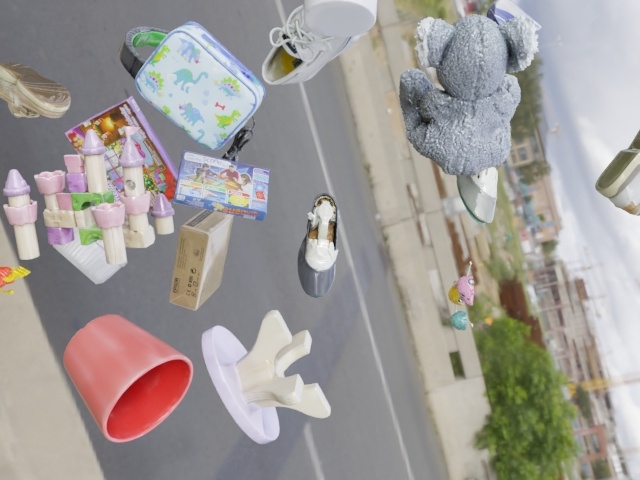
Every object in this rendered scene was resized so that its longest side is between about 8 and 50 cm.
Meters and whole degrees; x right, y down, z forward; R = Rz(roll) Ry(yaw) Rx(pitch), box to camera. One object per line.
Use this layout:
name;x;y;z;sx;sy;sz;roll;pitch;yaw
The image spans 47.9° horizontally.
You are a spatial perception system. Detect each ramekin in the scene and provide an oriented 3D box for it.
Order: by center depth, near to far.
ramekin;-0.669;0.033;2.073;0.207;0.109;0.207;37;-15;12

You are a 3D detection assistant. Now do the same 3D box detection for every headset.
headset;-0.319;-0.357;1.739;0.394;0.185;0.243;41;33;11

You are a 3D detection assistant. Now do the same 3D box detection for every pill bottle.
pill bottle;0.043;-0.544;1.362;0.161;0.161;0.283;36;54;-68

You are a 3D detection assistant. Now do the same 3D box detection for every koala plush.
koala plush;0.220;-0.232;1.063;0.221;0.196;0.203;93;2;-48

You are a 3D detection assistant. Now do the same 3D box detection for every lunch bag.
lunch bag;-0.227;-0.298;1.393;0.219;0.176;0.090;40;26;-13

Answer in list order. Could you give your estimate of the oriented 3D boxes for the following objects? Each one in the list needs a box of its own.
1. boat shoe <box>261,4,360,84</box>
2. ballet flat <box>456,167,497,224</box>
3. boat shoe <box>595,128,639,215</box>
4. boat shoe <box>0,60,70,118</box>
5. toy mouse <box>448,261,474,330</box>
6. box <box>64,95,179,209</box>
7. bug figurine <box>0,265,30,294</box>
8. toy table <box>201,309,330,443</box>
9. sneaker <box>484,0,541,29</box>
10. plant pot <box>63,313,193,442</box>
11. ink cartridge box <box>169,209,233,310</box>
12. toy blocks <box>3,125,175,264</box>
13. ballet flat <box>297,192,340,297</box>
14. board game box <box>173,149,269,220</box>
boat shoe;-0.040;-0.460;1.635;0.156;0.367;0.136;-26;89;-34
ballet flat;0.269;-0.119;1.238;0.072;0.068;0.213;24;36;-24
boat shoe;0.660;-0.181;1.356;0.103;0.302;0.113;37;16;-9
boat shoe;-0.680;-0.334;1.689;0.109;0.302;0.098;-4;119;-47
toy mouse;0.280;0.126;1.435;0.143;0.031;0.161;-85;-178;-55
box;-0.525;-0.217;1.964;0.293;0.201;0.057;61;12;-21
bug figurine;-0.696;0.026;1.328;0.279;0.072;0.216;31;4;-2
toy table;-0.105;0.275;1.471;0.274;0.161;0.252;59;14;-28
sneaker;0.430;-0.499;1.793;0.127;0.182;0.315;40;15;-3
plant pot;-0.509;0.335;1.851;0.243;0.275;0.275;37;-3;25
ink cartridge box;-0.328;0.046;1.988;0.193;0.088;0.234;-56;160;-68
toy blocks;-0.491;-0.120;1.573;0.309;0.289;0.260;-44;132;-65
ballet flat;0.000;0.000;1.265;0.074;0.074;0.203;58;33;-50
board game box;-0.216;-0.123;1.596;0.035;0.201;0.136;117;-20;-47
